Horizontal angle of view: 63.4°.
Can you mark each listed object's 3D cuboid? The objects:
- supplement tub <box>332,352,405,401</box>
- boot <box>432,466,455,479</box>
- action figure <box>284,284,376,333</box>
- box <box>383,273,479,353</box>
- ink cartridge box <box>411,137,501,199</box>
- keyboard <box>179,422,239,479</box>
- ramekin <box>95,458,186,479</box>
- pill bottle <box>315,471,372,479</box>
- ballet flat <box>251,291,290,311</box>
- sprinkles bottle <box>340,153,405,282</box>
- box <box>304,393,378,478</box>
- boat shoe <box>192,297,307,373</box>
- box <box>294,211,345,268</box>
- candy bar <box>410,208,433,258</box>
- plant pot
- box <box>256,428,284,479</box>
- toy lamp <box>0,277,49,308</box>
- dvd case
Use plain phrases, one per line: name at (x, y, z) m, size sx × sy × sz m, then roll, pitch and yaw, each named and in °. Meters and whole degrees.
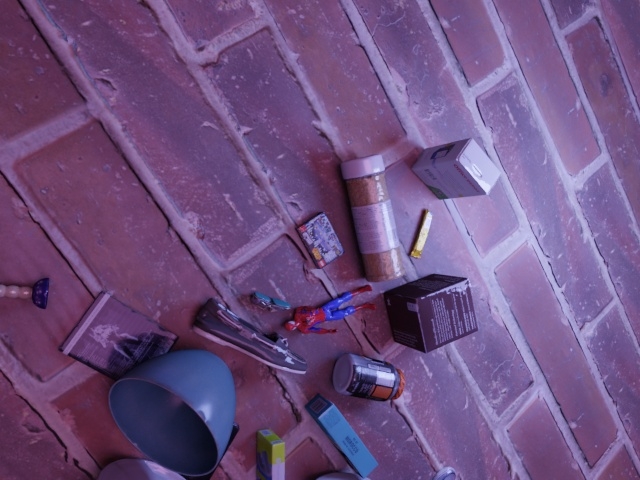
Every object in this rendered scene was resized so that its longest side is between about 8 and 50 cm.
supplement tub at (0.141, 0.399, 1.494) m, size 0.190 × 0.117 × 0.117 m, roll 19°, pitch 83°, yaw -25°
boot at (0.381, 0.808, 1.635) m, size 0.190 × 0.086 × 0.069 m, roll -42°, pitch 108°, yaw -18°
action figure at (0.039, 0.201, 1.434) m, size 0.280 × 0.139 × 0.091 m, roll -16°, pitch 97°, yaw -22°
box at (0.330, 0.210, 1.549) m, size 0.203 × 0.168 × 0.167 m, roll -17°, pitch 99°, yaw -24°
ink cartridge box at (0.402, -0.208, 1.548) m, size 0.154 × 0.212 × 0.093 m, roll 42°, pitch 74°, yaw -20°
keyboard at (-0.298, 0.542, 1.342) m, size 0.108 × 0.023 × 0.180 m, roll 38°, pitch 75°, yaw -28°
ramekin at (-0.402, 0.631, 1.170) m, size 0.273 × 0.273 × 0.127 m, roll 29°, pitch 90°, yaw -23°
pill bottle at (0.059, 0.866, 1.409) m, size 0.224 × 0.224 × 0.392 m, roll 3°, pitch 90°, yaw -25°
ballet flat at (-0.137, 0.173, 1.404) m, size 0.114 × 0.041 × 0.041 m, roll 23°, pitch 82°, yaw -24°
sprinkles bottle at (0.151, -0.062, 1.483) m, size 0.121 × 0.121 × 0.355 m, roll -16°, pitch 98°, yaw -24°
box at (0.059, 0.553, 1.469) m, size 0.060 × 0.100 × 0.244 m, roll -39°, pitch 106°, yaw -18°
boat shoe at (-0.165, 0.253, 1.348) m, size 0.335 × 0.112 × 0.095 m, roll 27°, pitch 85°, yaw -20°
box at (0.000, 0.000, 1.465) m, size 0.094 × 0.027 × 0.137 m, roll -34°, pitch 105°, yaw -20°
candy bar at (0.321, -0.023, 1.622) m, size 0.040 × 0.018 × 0.161 m, roll 22°, pitch 82°, yaw -28°
plant pot at (-0.312, 0.370, 1.216) m, size 0.290 × 0.290 × 0.195 m, roll 59°, pitch 35°, yaw -15°
box at (-0.132, 0.607, 1.374) m, size 0.042 × 0.109 × 0.178 m, roll 0°, pitch 91°, yaw -29°
toy lamp at (-0.730, 0.102, 1.094) m, size 0.274 × 0.080 × 0.080 m, roll 5°, pitch 89°, yaw -26°
dvd case at (-0.480, 0.248, 1.249) m, size 0.221 × 0.018 × 0.164 m, roll 38°, pitch 77°, yaw -22°
